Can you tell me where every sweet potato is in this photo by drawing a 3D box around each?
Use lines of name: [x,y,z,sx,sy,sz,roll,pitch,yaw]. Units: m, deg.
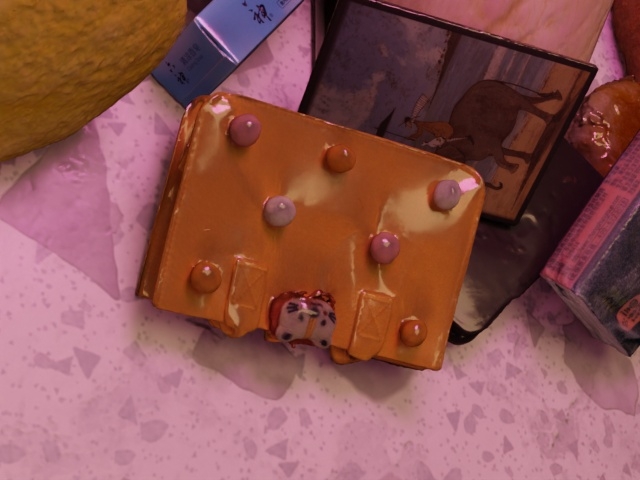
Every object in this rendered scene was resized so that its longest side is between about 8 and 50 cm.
sweet potato: [0.553,-0.361,1.978,0.131,0.131,0.337,2,71,-32]

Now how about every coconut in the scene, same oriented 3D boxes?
coconut: [0.214,-0.369,1.618,0.344,0.415,0.415,-20,83,-47]

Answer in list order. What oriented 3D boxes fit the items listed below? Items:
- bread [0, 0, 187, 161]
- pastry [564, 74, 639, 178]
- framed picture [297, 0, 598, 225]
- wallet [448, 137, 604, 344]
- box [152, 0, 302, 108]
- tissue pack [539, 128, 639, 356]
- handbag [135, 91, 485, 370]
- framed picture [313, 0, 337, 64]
bread: [-0.341,-0.271,1.248,0.348,0.348,0.308,-18,73,-36]
pastry: [0.478,-0.126,1.846,0.257,0.121,0.236,46,58,-14]
framed picture: [0.147,-0.160,1.524,0.347,0.265,0.016,15,35,-12]
wallet: [0.250,-0.030,1.662,0.197,0.051,0.377,45,62,3]
box: [-0.100,-0.283,1.514,0.083,0.142,0.232,47,54,-9]
tissue pack: [0.460,-0.017,1.679,0.316,0.103,0.228,-54,138,-5]
handbag: [0.000,0.000,1.440,0.401,0.133,0.283,16,86,-23]
framed picture: [0.086,-0.235,1.694,0.231,0.018,0.293,13,66,-28]
